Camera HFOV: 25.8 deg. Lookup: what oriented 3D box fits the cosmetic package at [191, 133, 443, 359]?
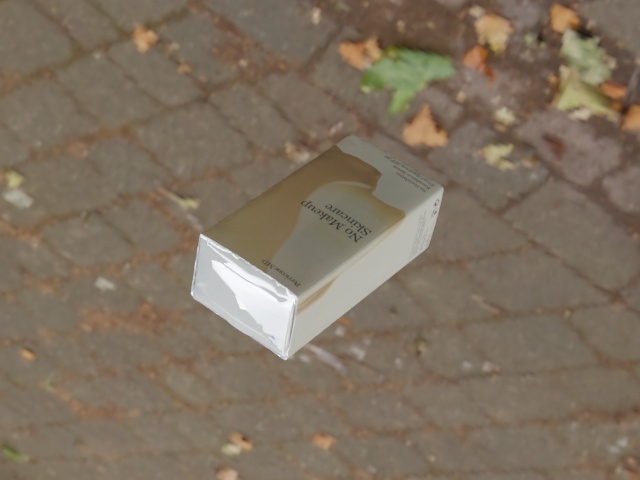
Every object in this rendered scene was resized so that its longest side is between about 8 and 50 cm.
[{"bbox_3d":[0.000,0.000,0.651,0.060,0.115,0.041,31,134,22],"label":"cosmetic package"}]
